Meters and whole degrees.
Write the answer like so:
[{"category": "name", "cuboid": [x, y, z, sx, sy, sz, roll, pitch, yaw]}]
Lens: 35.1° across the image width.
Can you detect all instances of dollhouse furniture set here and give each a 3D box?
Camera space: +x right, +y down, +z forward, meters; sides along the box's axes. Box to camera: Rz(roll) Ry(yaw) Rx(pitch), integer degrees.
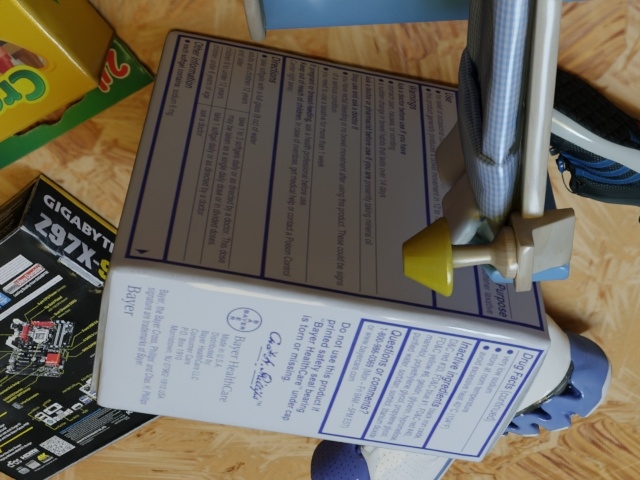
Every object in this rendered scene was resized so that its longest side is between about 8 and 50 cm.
[{"category": "dollhouse furniture set", "cuboid": [0.037, -0.158, 0.578, 0.198, 0.303, 0.286, -3, 133, 4]}]

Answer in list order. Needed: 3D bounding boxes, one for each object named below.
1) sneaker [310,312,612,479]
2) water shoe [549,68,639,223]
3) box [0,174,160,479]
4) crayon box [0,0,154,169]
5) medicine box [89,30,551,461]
[{"category": "sneaker", "cuboid": [0.103, 0.134, 0.992, 0.315, 0.127, 0.182, -31, 122, 19]}, {"category": "water shoe", "cuboid": [0.219, -0.067, 0.818, 0.203, 0.073, 0.080, 24, 132, -19]}, {"category": "box", "cuboid": [-0.282, 0.107, 1.000, 0.322, 0.079, 0.257, -32, 123, 28]}, {"category": "crayon box", "cuboid": [-0.298, -0.166, 0.736, 0.202, 0.081, 0.318, -25, 128, 23]}, {"category": "medicine box", "cuboid": [0.000, 0.000, 0.757, 0.289, 0.263, 0.149, 11, 134, -8]}]
